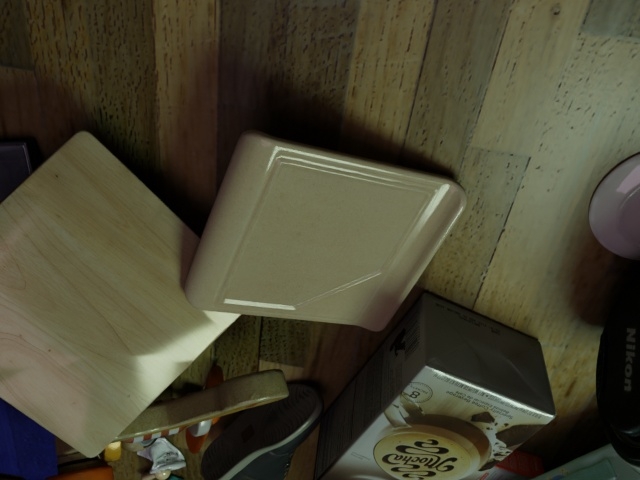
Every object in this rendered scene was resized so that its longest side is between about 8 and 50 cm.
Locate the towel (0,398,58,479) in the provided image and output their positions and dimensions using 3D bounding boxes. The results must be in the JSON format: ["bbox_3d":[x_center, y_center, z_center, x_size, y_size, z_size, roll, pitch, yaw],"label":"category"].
[{"bbox_3d":[-0.494,0.267,0.973,0.308,0.076,0.227,10,122,2],"label":"towel"}]

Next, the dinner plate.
[{"bbox_3d":[0.343,-0.030,0.627,0.141,0.017,0.141,5,130,6],"label":"dinner plate"}]

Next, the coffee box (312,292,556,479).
[{"bbox_3d":[0.127,0.226,0.798,0.168,0.119,0.297,23,128,-10],"label":"coffee box"}]

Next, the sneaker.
[{"bbox_3d":[-0.059,0.286,0.919,0.222,0.083,0.118,-38,137,21],"label":"sneaker"}]

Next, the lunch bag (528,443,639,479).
[{"bbox_3d":[0.374,0.375,0.848,0.224,0.108,0.279,32,121,-32],"label":"lunch bag"}]

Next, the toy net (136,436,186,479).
[{"bbox_3d":[-0.248,0.413,1.057,0.122,0.045,0.232,7,129,4],"label":"toy net"}]

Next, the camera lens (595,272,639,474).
[{"bbox_3d":[0.434,0.143,0.617,0.274,0.219,0.219,12,129,0],"label":"camera lens"}]

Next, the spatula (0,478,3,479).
[{"bbox_3d":[-0.523,0.444,1.137,0.296,0.030,0.084,6,128,5],"label":"spatula"}]

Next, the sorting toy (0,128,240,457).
[{"bbox_3d":[-0.252,0.055,0.685,0.255,0.089,0.257,-44,114,-4],"label":"sorting toy"}]

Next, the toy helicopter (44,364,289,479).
[{"bbox_3d":[-0.180,0.231,0.827,0.355,0.140,0.235,-23,159,28],"label":"toy helicopter"}]

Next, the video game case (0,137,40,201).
[{"bbox_3d":[-0.395,0.022,0.737,0.196,0.026,0.274,-1,111,10],"label":"video game case"}]

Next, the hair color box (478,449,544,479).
[{"bbox_3d":[0.239,0.326,0.907,0.141,0.043,0.072,19,128,-7],"label":"hair color box"}]

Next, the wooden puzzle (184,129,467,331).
[{"bbox_3d":[0.000,0.000,0.659,0.239,0.044,0.221,12,127,-21],"label":"wooden puzzle"}]
